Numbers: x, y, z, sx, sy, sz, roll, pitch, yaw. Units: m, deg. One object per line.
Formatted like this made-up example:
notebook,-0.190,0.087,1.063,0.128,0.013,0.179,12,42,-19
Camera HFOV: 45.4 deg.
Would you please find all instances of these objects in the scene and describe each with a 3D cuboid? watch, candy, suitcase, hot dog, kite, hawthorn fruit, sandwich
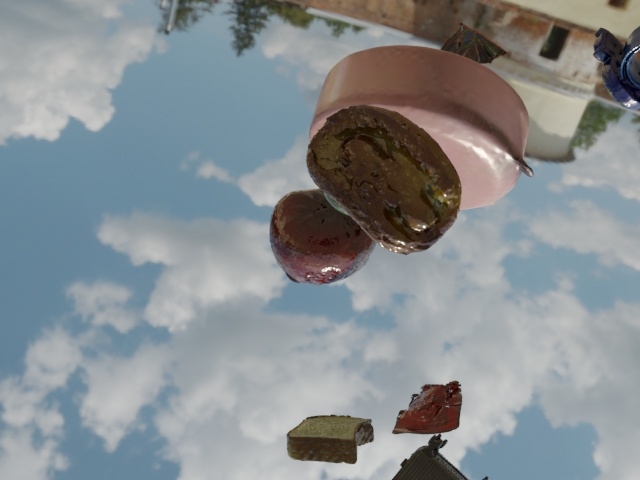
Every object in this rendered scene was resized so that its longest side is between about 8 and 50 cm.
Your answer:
watch,0.760,-0.415,1.763,0.196,0.200,0.171,33,-126,-21
candy,0.117,-0.118,0.867,0.255,0.094,0.255,14,160,5
suitcase,0.232,0.615,1.740,0.202,0.312,0.128,39,-179,21
hot dog,0.055,-0.056,0.664,0.147,0.099,0.065,48,177,9
kite,0.185,-0.236,1.048,0.010,0.159,0.190,29,152,-29
hawthorn fruit,0.000,0.000,1.618,0.230,0.266,0.210,-23,-108,-19
sandwich,0.025,0.486,1.884,0.186,0.065,0.215,-1,-179,13

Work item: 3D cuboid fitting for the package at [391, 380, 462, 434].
package,0.319,0.472,2.184,0.194,0.071,0.269,-21,-175,25

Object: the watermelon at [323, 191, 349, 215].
watermelon,0.056,-0.081,1.160,0.105,0.105,0.062,14,-158,-10
